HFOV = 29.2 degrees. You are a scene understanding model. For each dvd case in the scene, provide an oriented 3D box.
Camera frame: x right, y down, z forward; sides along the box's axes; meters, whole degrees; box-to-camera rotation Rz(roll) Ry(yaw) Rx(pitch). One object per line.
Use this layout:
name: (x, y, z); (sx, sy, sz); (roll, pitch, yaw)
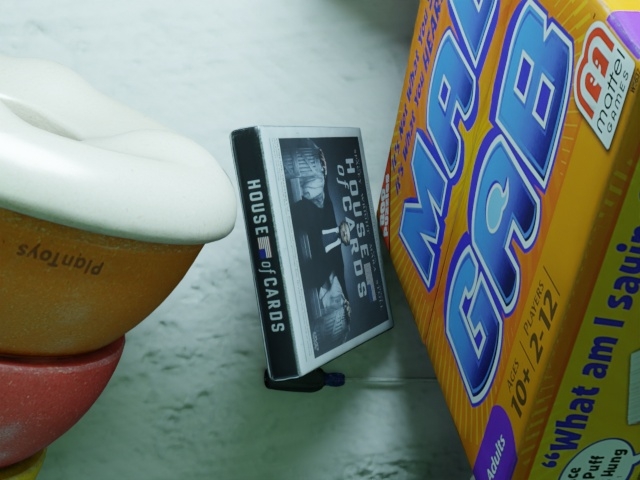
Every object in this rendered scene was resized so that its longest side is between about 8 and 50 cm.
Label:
dvd case: (0.000, 0.000, 0.958); (0.030, 0.239, 0.179); (-9, 92, 20)

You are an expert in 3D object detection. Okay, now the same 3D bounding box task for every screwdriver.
screwdriver: (0.034, 0.120, 1.060); (0.170, 0.025, 0.024); (3, 88, -15)

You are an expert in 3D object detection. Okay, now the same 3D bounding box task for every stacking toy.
stacking toy: (-0.295, 0.101, 0.862); (0.351, 0.350, 0.479); (20, 100, -14)

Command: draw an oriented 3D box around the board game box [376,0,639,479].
board game box: (0.274, -0.057, 0.881); (0.356, 0.356, 0.356); (0, 128, -13)

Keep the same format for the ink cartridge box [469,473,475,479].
ink cartridge box: (0.167, 0.292, 0.939); (0.117, 0.207, 0.283); (10, 122, -14)
